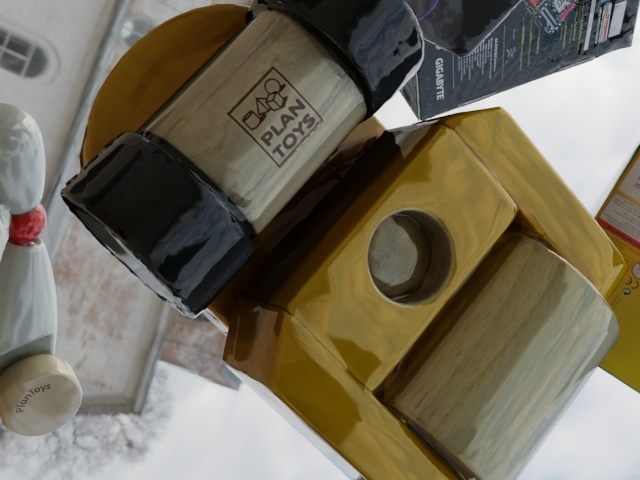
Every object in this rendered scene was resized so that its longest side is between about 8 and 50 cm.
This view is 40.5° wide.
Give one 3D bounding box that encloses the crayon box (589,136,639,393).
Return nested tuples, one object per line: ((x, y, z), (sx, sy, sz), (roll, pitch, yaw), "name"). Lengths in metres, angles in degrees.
((0.316, 0.062, 0.648), (0.165, 0.278, 0.081), (-59, 167, 15), "crayon box")

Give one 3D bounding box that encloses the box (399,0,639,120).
((0.187, -0.286, 0.824), (0.322, 0.257, 0.079), (77, -11, -52), "box")

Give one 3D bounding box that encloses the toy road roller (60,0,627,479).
((0.000, 0.000, 0.554), (0.202, 0.329, 0.240), (-49, -164, -14), "toy road roller")

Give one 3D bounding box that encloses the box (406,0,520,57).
((0.103, -0.269, 0.545), (0.270, 0.165, 0.143), (-44, -154, 60), "box")

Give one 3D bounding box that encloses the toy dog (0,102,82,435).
((-0.339, 0.040, 0.834), (0.220, 0.161, 0.334), (16, -63, 56), "toy dog")
